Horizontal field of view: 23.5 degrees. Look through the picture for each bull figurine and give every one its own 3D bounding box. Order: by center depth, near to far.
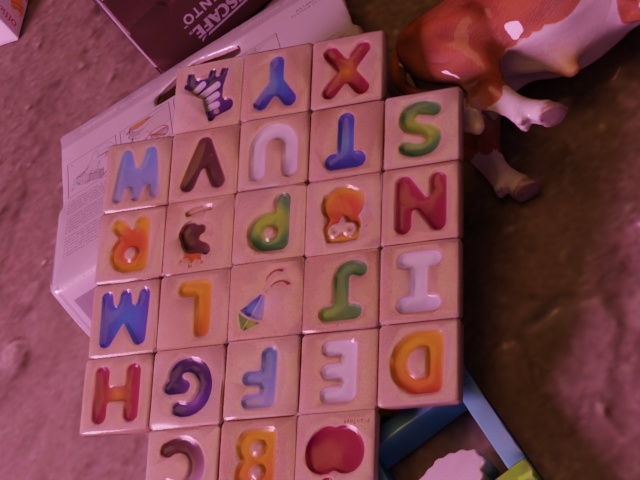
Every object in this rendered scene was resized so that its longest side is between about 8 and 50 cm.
[{"bbox_3d":[0.197,-0.172,1.109,0.310,0.101,0.188,-35,50,15],"label":"bull figurine"}]

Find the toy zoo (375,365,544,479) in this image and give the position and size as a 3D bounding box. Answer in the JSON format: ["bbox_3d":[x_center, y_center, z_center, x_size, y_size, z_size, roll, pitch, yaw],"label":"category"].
[{"bbox_3d":[0.029,0.153,1.027,0.192,0.030,0.293,-38,45,4],"label":"toy zoo"}]

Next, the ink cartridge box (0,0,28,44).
[{"bbox_3d":[-0.356,-0.259,1.561,0.090,0.092,0.143,-13,52,25],"label":"ink cartridge box"}]

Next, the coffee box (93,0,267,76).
[{"bbox_3d":[-0.167,-0.296,1.440,0.168,0.119,0.297,-41,44,-1],"label":"coffee box"}]

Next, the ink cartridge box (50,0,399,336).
[{"bbox_3d":[-0.080,-0.078,1.253,0.296,0.066,0.261,-31,29,11],"label":"ink cartridge box"}]

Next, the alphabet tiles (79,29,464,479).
[{"bbox_3d":[-0.036,0.017,1.081,0.285,0.011,0.343,-7,66,22],"label":"alphabet tiles"}]
